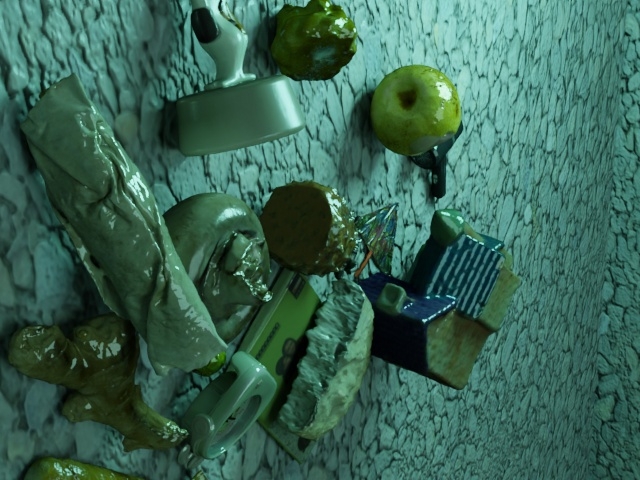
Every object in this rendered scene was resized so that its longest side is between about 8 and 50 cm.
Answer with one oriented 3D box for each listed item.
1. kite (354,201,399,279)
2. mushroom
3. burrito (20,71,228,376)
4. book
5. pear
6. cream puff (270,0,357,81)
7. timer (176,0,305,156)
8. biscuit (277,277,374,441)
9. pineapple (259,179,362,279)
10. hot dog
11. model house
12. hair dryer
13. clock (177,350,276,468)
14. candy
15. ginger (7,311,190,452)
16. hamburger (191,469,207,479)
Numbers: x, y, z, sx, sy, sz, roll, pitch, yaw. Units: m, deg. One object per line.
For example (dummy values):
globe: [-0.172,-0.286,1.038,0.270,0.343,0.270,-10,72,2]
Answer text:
kite: [0.108,-0.006,1.907,0.189,0.009,0.232,-61,146,-22]
mushroom: [-0.147,0.048,1.341,0.226,0.178,0.227,14,90,-69]
burrito: [-0.241,-0.005,1.174,0.076,0.117,0.392,-107,172,-69]
book: [-0.042,0.229,1.730,0.239,0.035,0.352,-60,146,-22]
pear: [0.175,-0.232,1.776,0.178,0.178,0.178,-30,127,-51]
cream puff: [-0.014,-0.315,1.486,0.146,0.146,0.116,40,29,-57]
timer: [-0.132,-0.260,1.302,0.175,0.175,0.266,-27,108,-52]
biscuit: [0.032,0.219,1.728,0.179,0.084,0.281,37,71,-58]
pineapple: [0.000,0.000,1.622,0.278,0.157,0.158,40,67,-69]
hot dog: [-0.295,0.348,1.336,0.286,0.061,0.088,30,65,-60]
model house: [0.200,0.098,1.878,0.280,0.245,0.312,33,81,-51]
hair dryer: [0.238,-0.153,2.022,0.124,0.071,0.219,-51,150,-33]
clock: [-0.151,0.266,1.493,0.191,0.062,0.151,-49,161,-12]
candy: [-0.131,0.121,1.459,0.058,0.062,0.194,32,97,-31]
ginger: [-0.278,0.184,1.272,0.148,0.081,0.334,-53,142,-26]
hamburger: [-0.190,0.503,1.491,0.262,0.138,0.243,-46,139,-42]
